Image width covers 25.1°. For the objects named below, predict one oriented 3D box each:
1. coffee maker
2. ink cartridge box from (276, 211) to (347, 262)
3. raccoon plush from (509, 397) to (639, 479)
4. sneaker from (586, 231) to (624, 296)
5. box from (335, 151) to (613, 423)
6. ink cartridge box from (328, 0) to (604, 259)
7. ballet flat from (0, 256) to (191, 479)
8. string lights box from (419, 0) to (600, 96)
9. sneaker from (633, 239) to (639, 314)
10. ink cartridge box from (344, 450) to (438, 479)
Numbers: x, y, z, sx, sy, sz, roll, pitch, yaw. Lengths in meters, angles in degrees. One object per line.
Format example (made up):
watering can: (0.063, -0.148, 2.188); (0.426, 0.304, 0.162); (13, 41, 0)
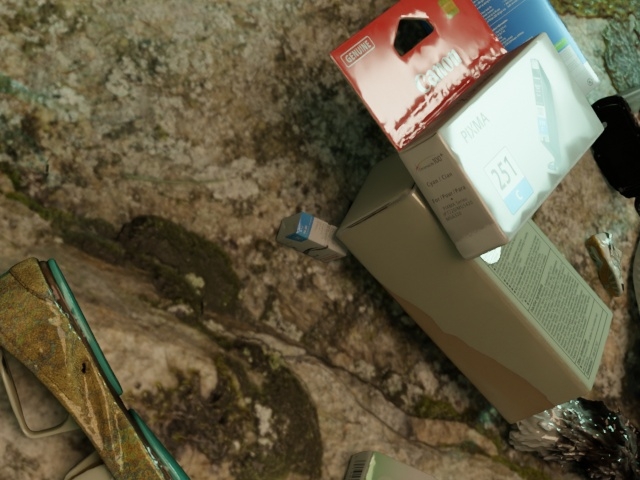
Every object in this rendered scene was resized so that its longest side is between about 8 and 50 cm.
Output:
coffee maker: (0.443, -0.131, 1.827); (0.178, 0.120, 0.171); (-25, 110, -29)
ink cartridge box: (0.000, 0.000, 1.582); (0.083, 0.048, 0.028); (24, 69, -23)
raccoon plush: (0.464, 0.296, 1.630); (0.446, 0.299, 0.216); (16, 73, -25)
sneaker: (0.364, 0.028, 1.786); (0.037, 0.032, 0.083); (-22, 91, -30)
box: (0.176, 0.039, 1.599); (0.311, 0.121, 0.148); (48, 41, -15)
ink cartridge box: (0.169, -0.158, 1.556); (0.261, 0.066, 0.296); (56, 41, -8)
ballet flat: (-0.223, 0.183, 1.397); (0.123, 0.123, 0.348); (-35, 98, -30)
string lights box: (0.212, -0.258, 1.737); (0.133, 0.077, 0.260); (-38, 98, -29)
sneaker: (0.474, 0.092, 1.812); (0.161, 0.102, 0.282); (29, 61, -41)
ink cartridge box: (0.110, 0.353, 1.568); (0.224, 0.056, 0.181); (26, 69, -20)
